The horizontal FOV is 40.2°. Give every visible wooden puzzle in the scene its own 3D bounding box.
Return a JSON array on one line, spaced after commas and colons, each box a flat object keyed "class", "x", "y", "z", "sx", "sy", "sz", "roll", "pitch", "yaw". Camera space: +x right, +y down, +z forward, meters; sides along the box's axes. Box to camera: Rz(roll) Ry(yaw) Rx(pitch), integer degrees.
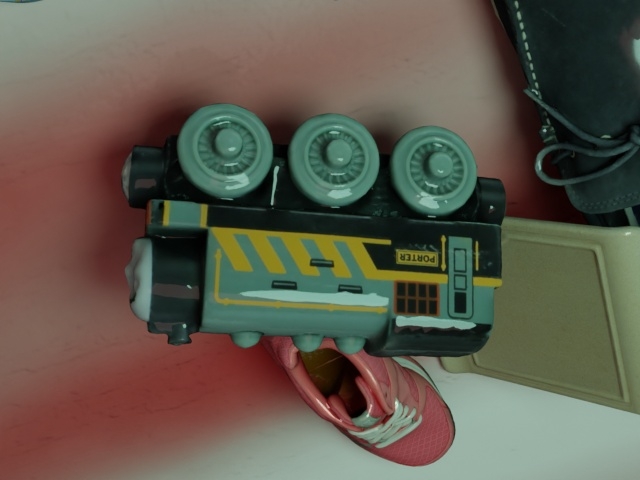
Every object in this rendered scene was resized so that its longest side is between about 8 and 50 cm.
[{"class": "wooden puzzle", "x": 0.210, "y": 0.063, "z": 0.854, "sx": 0.044, "sy": 0.238, "sz": 0.221, "roll": -50, "pitch": 131, "yaw": -38}]

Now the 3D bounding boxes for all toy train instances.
[{"class": "toy train", "x": 0.000, "y": 0.000, "z": 0.735, "sx": 0.334, "sy": 0.142, "sz": 0.190, "roll": 4, "pitch": 76, "yaw": -13}]

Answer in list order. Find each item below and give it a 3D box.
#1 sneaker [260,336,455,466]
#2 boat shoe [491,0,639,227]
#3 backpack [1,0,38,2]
[{"class": "sneaker", "x": 0.037, "y": 0.159, "z": 0.874, "sx": 0.116, "sy": 0.136, "sz": 0.314, "roll": -39, "pitch": 120, "yaw": 9}, {"class": "boat shoe", "x": 0.282, "y": -0.107, "z": 0.758, "sx": 0.186, "sy": 0.156, "sz": 0.500, "roll": -13, "pitch": 129, "yaw": 32}, {"class": "backpack", "x": -0.232, "y": -0.243, "z": 0.601, "sx": 0.158, "sy": 0.117, "sz": 0.173, "roll": 2, "pitch": 120, "yaw": -14}]
